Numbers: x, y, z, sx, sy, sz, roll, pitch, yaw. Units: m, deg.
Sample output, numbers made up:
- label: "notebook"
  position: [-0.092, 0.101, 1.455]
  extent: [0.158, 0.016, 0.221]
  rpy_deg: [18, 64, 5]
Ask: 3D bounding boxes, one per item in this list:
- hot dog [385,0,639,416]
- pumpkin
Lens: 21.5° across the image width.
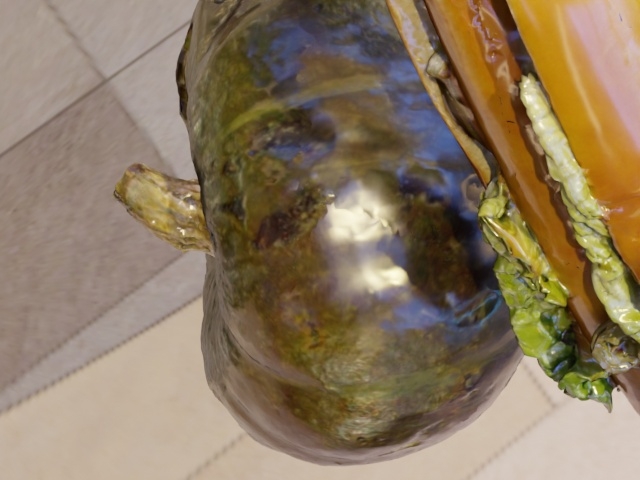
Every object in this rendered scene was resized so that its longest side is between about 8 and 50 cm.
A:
- label: "hot dog"
  position: [0.128, -0.017, 0.764]
  extent: [0.100, 0.135, 0.337]
  rpy_deg: [-48, 126, -22]
- label: "pumpkin"
  position: [0.000, 0.000, 0.972]
  extent: [0.242, 0.232, 0.325]
  rpy_deg: [-5, 117, 0]
